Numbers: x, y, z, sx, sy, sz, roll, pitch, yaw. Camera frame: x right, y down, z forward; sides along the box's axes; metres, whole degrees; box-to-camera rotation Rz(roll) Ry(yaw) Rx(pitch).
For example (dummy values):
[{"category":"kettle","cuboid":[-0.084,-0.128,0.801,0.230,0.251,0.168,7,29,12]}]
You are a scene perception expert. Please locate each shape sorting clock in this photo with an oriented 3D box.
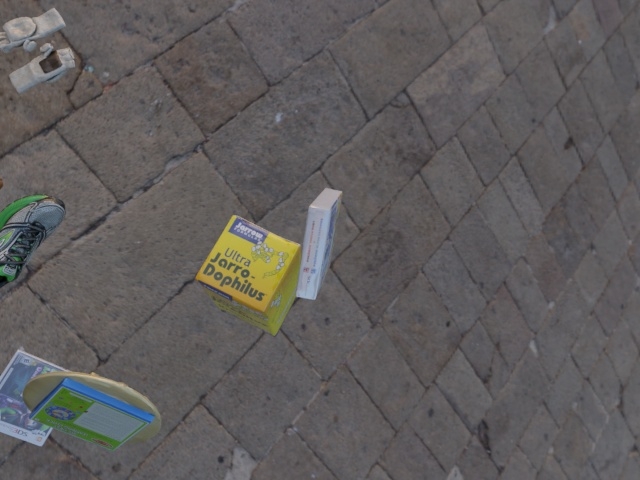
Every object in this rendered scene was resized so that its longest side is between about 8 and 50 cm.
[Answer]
[{"category":"shape sorting clock","cuboid":[-0.347,0.259,0.748,0.206,0.206,0.040,39,30,-26]}]

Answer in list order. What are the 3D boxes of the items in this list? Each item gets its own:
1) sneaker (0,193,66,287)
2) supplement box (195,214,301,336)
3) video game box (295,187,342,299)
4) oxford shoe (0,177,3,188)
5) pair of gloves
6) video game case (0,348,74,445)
[{"category":"sneaker","cuboid":[-0.789,0.026,1.263,0.343,0.146,0.134,-48,145,-4]},{"category":"supplement box","cuboid":[-0.177,0.113,1.344,0.194,0.356,0.195,24,71,9]},{"category":"video game box","cuboid":[0.000,0.000,1.016,0.048,0.205,0.187,13,108,6]},{"category":"oxford shoe","cuboid":[-0.980,-0.092,1.392,0.076,0.076,0.212,38,78,1]},{"category":"pair of gloves","cuboid":[-0.855,-0.578,1.462,0.204,0.042,0.240,-23,78,-5]},{"category":"video game case","cuboid":[-0.733,0.398,1.230,0.173,0.022,0.190,33,74,-22]}]
